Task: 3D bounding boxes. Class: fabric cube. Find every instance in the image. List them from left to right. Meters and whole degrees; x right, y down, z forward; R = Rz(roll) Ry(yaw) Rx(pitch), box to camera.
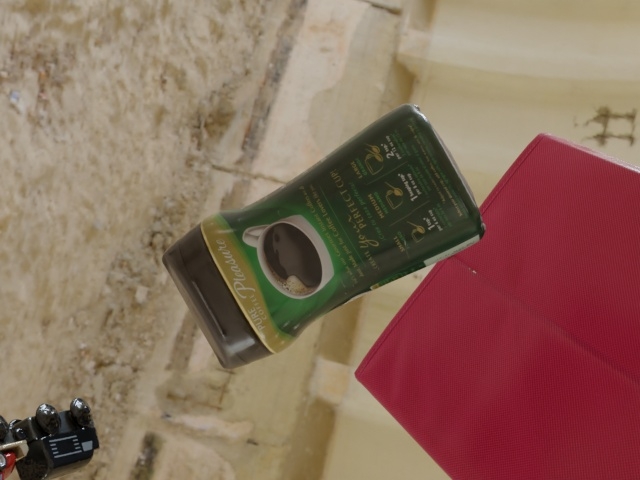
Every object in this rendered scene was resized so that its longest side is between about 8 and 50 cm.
[{"bbox_3d":[0.237,0.113,0.583,0.259,0.254,0.258,-53,-145,1],"label":"fabric cube"}]

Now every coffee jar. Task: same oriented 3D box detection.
[{"bbox_3d":[0.000,0.000,0.479,0.096,0.184,0.079,61,4,-1],"label":"coffee jar"}]

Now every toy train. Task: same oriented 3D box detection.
[{"bbox_3d":[-0.142,0.090,0.306,0.036,0.027,0.158,66,19,13],"label":"toy train"}]
